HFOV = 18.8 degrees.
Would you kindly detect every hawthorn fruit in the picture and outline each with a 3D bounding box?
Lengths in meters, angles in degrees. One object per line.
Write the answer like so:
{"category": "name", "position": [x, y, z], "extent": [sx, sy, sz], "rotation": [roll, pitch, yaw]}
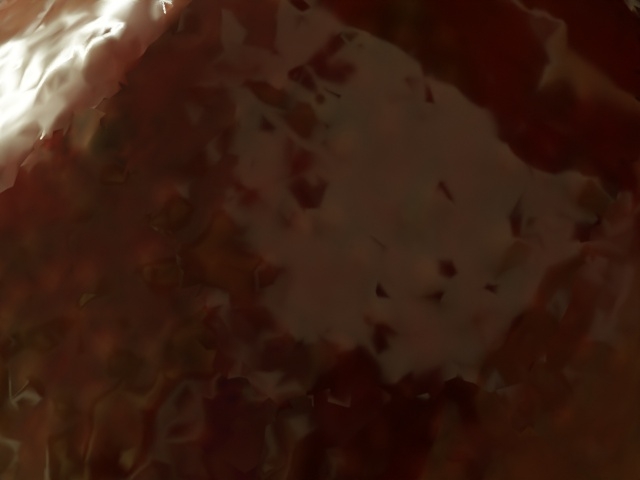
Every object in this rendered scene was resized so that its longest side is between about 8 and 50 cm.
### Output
{"category": "hawthorn fruit", "position": [0.000, 0.000, 0.576], "extent": [0.285, 0.284, 0.369], "rotation": [-164, 99, -85]}
